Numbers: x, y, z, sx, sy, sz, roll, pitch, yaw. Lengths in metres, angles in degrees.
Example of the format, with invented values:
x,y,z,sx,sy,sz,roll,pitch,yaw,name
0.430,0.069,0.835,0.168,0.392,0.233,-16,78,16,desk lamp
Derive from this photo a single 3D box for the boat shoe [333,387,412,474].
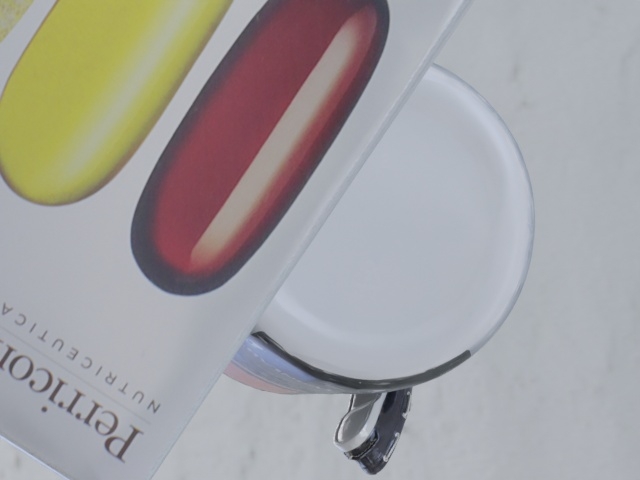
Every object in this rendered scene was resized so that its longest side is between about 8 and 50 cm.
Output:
x,y,z,sx,sy,sz,roll,pitch,yaw,name
0.047,0.118,1.288,0.046,0.125,0.038,-28,-69,32,boat shoe

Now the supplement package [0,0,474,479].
x,y,z,sx,sy,sz,roll,pitch,yaw,name
-0.038,-0.072,0.475,0.244,0.139,0.134,-57,-175,-2,supplement package

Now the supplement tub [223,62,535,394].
x,y,z,sx,sy,sz,roll,pitch,yaw,name
0.000,0.000,1.186,0.338,0.207,0.207,159,-72,-78,supplement tub
